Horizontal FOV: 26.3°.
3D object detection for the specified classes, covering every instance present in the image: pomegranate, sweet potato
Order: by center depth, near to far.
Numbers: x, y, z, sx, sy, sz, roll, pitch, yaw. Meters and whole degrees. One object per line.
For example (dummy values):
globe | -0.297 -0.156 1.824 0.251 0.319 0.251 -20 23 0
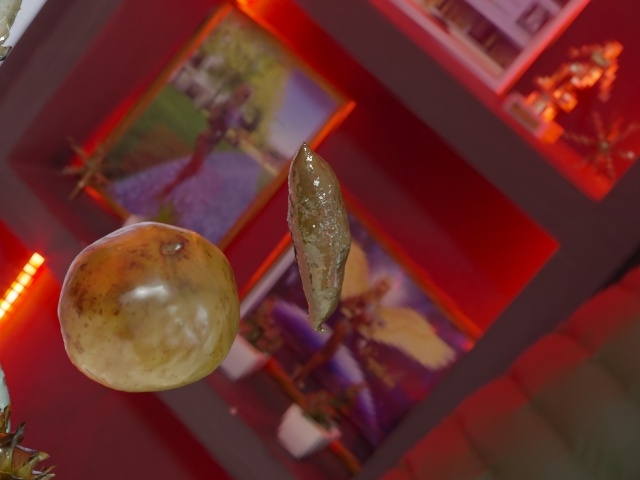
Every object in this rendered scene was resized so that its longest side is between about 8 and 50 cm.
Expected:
sweet potato | 0.000 0.000 1.270 0.060 0.206 0.068 6 28 14
pomegranate | -0.225 0.094 1.819 0.248 0.248 0.248 36 14 -11

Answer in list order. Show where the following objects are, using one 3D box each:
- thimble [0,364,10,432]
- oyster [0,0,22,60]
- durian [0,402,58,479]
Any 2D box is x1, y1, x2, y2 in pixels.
thimble | -0.351 0.119 1.114 0.211 0.185 0.149 39 0 -37
oyster | -0.347 -0.149 0.886 0.345 0.129 0.078 -18 42 -38
durian | -0.352 0.217 0.831 0.384 0.348 0.347 14 13 6
